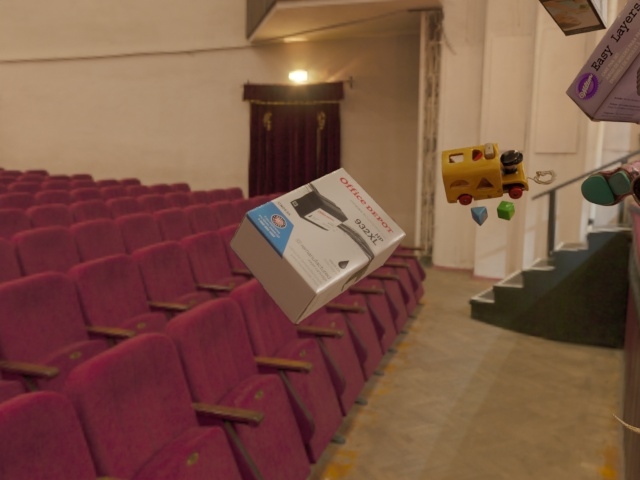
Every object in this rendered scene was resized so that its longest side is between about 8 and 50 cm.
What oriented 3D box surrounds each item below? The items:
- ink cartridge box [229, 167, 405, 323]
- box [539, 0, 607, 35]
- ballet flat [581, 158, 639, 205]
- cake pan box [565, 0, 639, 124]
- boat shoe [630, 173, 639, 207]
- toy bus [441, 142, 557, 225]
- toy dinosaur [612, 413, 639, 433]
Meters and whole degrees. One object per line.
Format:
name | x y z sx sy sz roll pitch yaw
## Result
ink cartridge box | 0.000 0.000 1.257 0.223 0.129 0.307 48 47 14
box | 0.492 -0.531 1.141 0.087 0.169 0.290 0 -2 34
ballet flat | 0.596 -0.116 1.152 0.079 0.077 0.221 -24 -6 1
cake pan box | 0.480 -0.262 0.732 0.267 0.245 0.070 -5 50 -28
boat shoe | 0.566 -0.029 0.860 0.097 0.116 0.324 -1 27 6
toy bus | 0.342 -0.146 1.186 0.202 0.104 0.191 -38 43 -16
toy dinosaur | 0.525 0.287 0.836 0.183 0.053 0.092 -5 25 5
